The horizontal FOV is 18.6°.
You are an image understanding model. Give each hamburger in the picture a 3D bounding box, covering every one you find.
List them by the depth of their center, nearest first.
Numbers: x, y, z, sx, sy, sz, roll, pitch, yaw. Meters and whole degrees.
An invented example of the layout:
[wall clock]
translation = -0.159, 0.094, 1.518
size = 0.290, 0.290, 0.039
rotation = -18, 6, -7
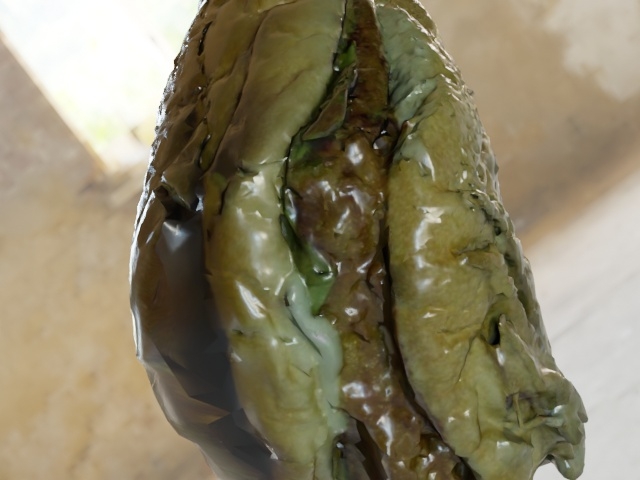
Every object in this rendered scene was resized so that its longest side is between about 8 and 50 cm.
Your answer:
[hamburger]
translation = 0.000, 0.000, 0.654
size = 0.130, 0.183, 0.206
rotation = -17, 33, -1
